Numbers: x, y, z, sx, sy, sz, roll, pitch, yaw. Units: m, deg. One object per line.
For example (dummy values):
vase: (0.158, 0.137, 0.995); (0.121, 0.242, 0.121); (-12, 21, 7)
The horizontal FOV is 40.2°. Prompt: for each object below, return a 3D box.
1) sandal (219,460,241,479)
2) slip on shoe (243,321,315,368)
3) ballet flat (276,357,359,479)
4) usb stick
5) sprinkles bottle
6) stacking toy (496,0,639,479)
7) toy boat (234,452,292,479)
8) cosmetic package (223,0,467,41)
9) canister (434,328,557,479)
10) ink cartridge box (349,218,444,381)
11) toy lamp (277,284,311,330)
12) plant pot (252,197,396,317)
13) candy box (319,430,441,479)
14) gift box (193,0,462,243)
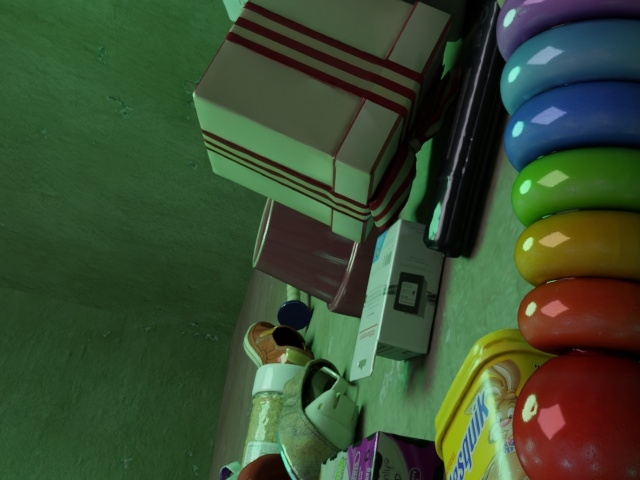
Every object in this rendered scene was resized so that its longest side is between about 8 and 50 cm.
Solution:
sandal: (-0.161, 0.468, 1.564); (0.416, 0.102, 0.169); (69, -147, -74)
slip on shoe: (-0.074, 0.214, 1.716); (0.101, 0.123, 0.331); (-64, 14, 4)
ballet flat: (0.000, 0.243, 1.222); (0.106, 0.107, 0.316); (-49, 15, 7)
usb stick: (0.160, -0.118, 0.916); (0.077, 0.045, 0.278); (-141, 65, -89)
sprinkles bottle: (-0.072, 0.378, 1.378); (0.121, 0.121, 0.355); (121, 161, -63)
stacking toy: (0.157, -0.016, 0.498); (0.141, 0.141, 0.330); (133, 146, -73)
toy boat: (-0.037, 0.379, 1.194); (0.151, 0.151, 0.231); (-41, 21, 16)
cosmetic package: (0.037, -0.489, 1.043); (0.394, 0.329, 0.327); (74, -153, -70)
canister: (0.129, 0.159, 0.567); (0.170, 0.073, 0.126); (-90, 16, -54)
ink cartridge box: (0.089, 0.077, 1.006); (0.104, 0.060, 0.180); (134, 150, -73)
toy lamp: (-0.061, 0.097, 1.917); (0.275, 0.080, 0.080); (-91, 17, -63)
plant pot: (0.000, 0.000, 1.318); (0.201, 0.180, 0.201); (-165, 90, -82)
candy box: (0.047, 0.295, 0.895); (0.233, 0.071, 0.159); (120, 161, -64)
gift box: (0.023, -0.164, 1.089); (0.255, 0.258, 0.276); (-63, -10, -13)
